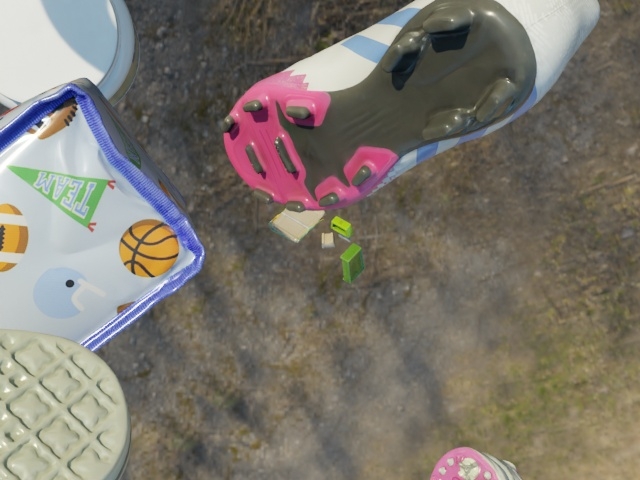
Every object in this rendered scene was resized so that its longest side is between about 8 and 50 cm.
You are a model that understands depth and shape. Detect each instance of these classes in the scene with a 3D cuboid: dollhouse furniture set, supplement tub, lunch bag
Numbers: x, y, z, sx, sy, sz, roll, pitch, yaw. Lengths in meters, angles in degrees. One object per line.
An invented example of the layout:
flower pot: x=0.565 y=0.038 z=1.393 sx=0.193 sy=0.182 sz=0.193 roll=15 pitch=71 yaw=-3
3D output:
dollhouse furniture set: x=0.000 y=0.000 z=1.324 sx=0.151 sy=0.076 sz=0.058 roll=31 pitch=152 yaw=26
supplement tub: x=-0.382 y=-0.288 z=1.242 sx=0.228 sy=0.316 sz=0.228 roll=-1 pitch=98 yaw=-10
lunch bag: x=-0.319 y=0.038 z=0.834 sx=0.385 sy=0.328 sz=0.239 roll=-37 pitch=105 yaw=-5

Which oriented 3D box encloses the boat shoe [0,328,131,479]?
boat shoe: x=-0.375 y=0.126 z=0.519 sx=0.500 sy=0.187 sz=0.156 roll=8 pitch=144 yaw=-24

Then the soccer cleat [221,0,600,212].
soccer cleat: x=0.057 y=-0.106 z=0.634 sx=0.331 sy=0.143 sz=0.116 roll=-14 pitch=108 yaw=52

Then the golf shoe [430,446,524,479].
golf shoe: x=0.250 y=0.372 z=0.979 sx=0.115 sy=0.306 sz=0.140 roll=-42 pitch=148 yaw=24
